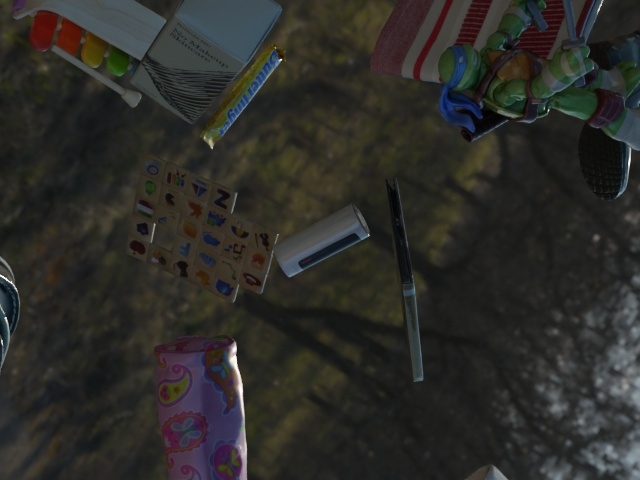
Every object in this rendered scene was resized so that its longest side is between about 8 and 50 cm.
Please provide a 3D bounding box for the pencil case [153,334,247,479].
[{"bbox_3d":[-0.161,0.274,1.798,0.124,0.124,0.284,-33,118,-77],"label":"pencil case"}]

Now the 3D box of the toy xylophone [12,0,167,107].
[{"bbox_3d":[-0.402,-0.367,2.341,0.081,0.322,0.236,-29,-143,42],"label":"toy xylophone"}]

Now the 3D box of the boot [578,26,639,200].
[{"bbox_3d":[0.450,-0.187,1.845,0.161,0.083,0.246,-22,120,-29],"label":"boot"}]

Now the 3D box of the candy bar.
[{"bbox_3d":[-0.100,-0.189,1.690,0.161,0.018,0.040,-51,152,-2],"label":"candy bar"}]

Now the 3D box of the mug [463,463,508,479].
[{"bbox_3d":[0.216,0.473,1.536,0.276,0.328,0.374,-44,174,0],"label":"mug"}]

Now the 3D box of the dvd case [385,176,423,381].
[{"bbox_3d":[0.107,0.051,1.644,0.221,0.018,0.164,78,4,-53],"label":"dvd case"}]

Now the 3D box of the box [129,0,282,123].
[{"bbox_3d":[-0.152,-0.247,1.661,0.094,0.113,0.275,-60,-170,-19],"label":"box"}]

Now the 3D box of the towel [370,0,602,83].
[{"bbox_3d":[0.232,-0.321,1.795,0.037,0.329,0.237,31,78,-46],"label":"towel"}]

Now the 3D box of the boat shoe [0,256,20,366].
[{"bbox_3d":[-0.247,0.071,0.786,0.335,0.119,0.121,-40,135,-74],"label":"boat shoe"}]

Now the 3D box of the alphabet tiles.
[{"bbox_3d":[-0.184,-0.011,2.013,0.009,0.237,0.198,-52,163,-53],"label":"alphabet tiles"}]

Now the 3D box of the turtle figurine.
[{"bbox_3d":[0.283,-0.225,1.489,0.198,0.266,0.275,13,-93,63],"label":"turtle figurine"}]

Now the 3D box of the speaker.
[{"bbox_3d":[0.000,0.000,1.892,0.136,0.055,0.055,-27,179,9],"label":"speaker"}]
